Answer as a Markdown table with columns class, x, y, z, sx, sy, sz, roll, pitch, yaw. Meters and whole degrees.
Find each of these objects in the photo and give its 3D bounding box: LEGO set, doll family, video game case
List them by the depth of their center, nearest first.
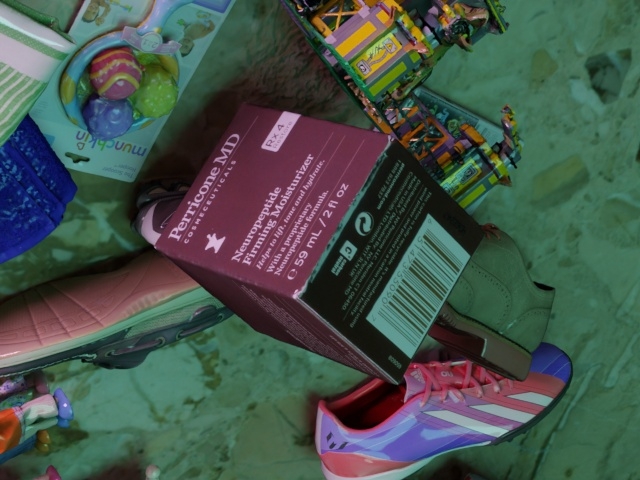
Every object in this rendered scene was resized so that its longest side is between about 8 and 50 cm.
| class | x | y | z | sx | sy | sz | roll | pitch | yaw |
| --- | --- | --- | --- | --- | --- | --- | --- | --- | --- |
| LEGO set | 0.100 | -0.197 | 1.522 | 0.192 | 0.255 | 0.331 | -40 | 138 | 1 |
| doll family | -0.345 | 0.205 | 1.677 | 0.163 | 0.118 | 0.263 | -21 | 150 | -24 |
| video game case | 0.099 | -0.059 | 1.781 | 0.173 | 0.022 | 0.190 | 22 | 111 | -41 |

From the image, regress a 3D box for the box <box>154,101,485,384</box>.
| class | x | y | z | sx | sy | sz | roll | pitch | yaw |
| --- | --- | --- | --- | --- | --- | --- | --- | --- | --- |
| box | 0.000 | 0.000 | 1.536 | 0.167 | 0.203 | 0.168 | 42 | 73 | -42 |

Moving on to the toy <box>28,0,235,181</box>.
| class | x | y | z | sx | sy | sz | roll | pitch | yaw |
| --- | --- | --- | --- | --- | --- | --- | --- | --- | --- |
| toy | -0.166 | -0.150 | 1.529 | 0.137 | 0.056 | 0.237 | 14 | 115 | -36 |

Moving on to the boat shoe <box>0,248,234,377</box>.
| class | x | y | z | sx | sy | sz | roll | pitch | yaw |
| --- | --- | --- | --- | --- | --- | --- | --- | --- | --- |
| boat shoe | -0.199 | 0.081 | 1.658 | 0.285 | 0.103 | 0.092 | -22 | 128 | -22 |

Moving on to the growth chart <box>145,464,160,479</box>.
| class | x | y | z | sx | sy | sz | roll | pitch | yaw |
| --- | --- | --- | --- | --- | --- | --- | --- | --- | --- |
| growth chart | -0.272 | 0.333 | 1.836 | 0.237 | 0.021 | 0.172 | -27 | 150 | -16 |

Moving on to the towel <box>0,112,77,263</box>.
| class | x | y | z | sx | sy | sz | roll | pitch | yaw |
| --- | --- | --- | --- | --- | --- | --- | --- | --- | --- |
| towel | -0.364 | -0.077 | 1.445 | 0.228 | 0.076 | 0.308 | -32 | 133 | -3 |

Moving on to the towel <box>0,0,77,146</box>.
| class | x | y | z | sx | sy | sz | roll | pitch | yaw |
| --- | --- | --- | --- | --- | --- | --- | --- | --- | --- |
| towel | -0.377 | -0.091 | 1.361 | 0.248 | 0.038 | 0.325 | 25 | 116 | -35 |

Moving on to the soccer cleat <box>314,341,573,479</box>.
| class | x | y | z | sx | sy | sz | roll | pitch | yaw |
| --- | --- | --- | --- | --- | --- | --- | --- | --- | --- |
| soccer cleat | 0.142 | 0.178 | 1.935 | 0.318 | 0.108 | 0.116 | -22 | 128 | -11 |

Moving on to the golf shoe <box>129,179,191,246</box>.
| class | x | y | z | sx | sy | sz | roll | pitch | yaw |
| --- | --- | --- | --- | --- | --- | --- | --- | --- | --- |
| golf shoe | -0.081 | -0.019 | 1.655 | 0.198 | 0.094 | 0.077 | -14 | 129 | -23 |

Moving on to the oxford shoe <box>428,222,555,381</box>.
| class | x | y | z | sx | sy | sz | roll | pitch | yaw |
| --- | --- | --- | --- | --- | --- | --- | --- | --- | --- |
| oxford shoe | 0.130 | 0.026 | 1.791 | 0.348 | 0.123 | 0.130 | 37 | 79 | -48 |

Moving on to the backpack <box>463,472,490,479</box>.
| class | x | y | z | sx | sy | sz | roll | pitch | yaw |
| --- | --- | --- | --- | --- | --- | --- | --- | --- | --- |
| backpack | 0.211 | 0.419 | 2.071 | 0.213 | 0.276 | 0.263 | -40 | 147 | 4 |
